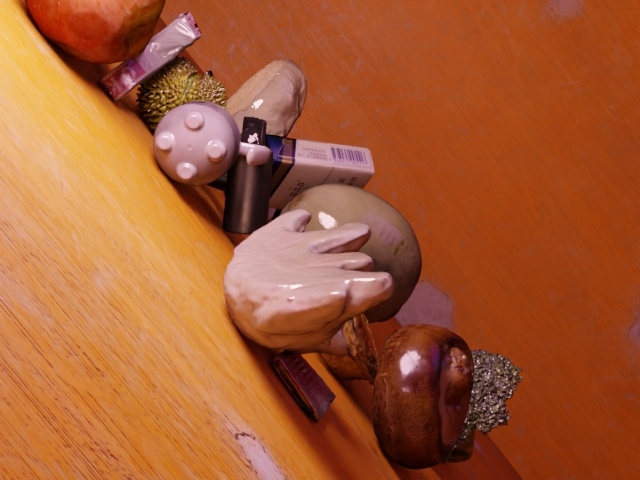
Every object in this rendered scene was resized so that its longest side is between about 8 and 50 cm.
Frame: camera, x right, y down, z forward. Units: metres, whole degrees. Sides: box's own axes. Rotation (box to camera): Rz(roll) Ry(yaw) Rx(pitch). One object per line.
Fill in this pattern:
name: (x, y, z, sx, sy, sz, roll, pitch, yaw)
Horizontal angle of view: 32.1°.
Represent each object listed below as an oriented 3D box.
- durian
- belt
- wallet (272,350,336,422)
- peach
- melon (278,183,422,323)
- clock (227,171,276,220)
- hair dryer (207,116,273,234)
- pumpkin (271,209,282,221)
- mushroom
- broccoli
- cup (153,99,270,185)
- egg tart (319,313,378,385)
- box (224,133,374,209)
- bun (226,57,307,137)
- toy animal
durian: (-0.252, -0.245, 1.946, 0.159, 0.146, 0.198, 30, 9, -39)
belt: (-0.273, -0.307, 1.839, 0.053, 0.232, 0.071, 51, -37, -13)
wallet: (-0.023, 0.196, 1.554, 0.103, 0.020, 0.196, 53, 5, 3)
peach: (-0.331, -0.370, 1.692, 0.214, 0.214, 0.235, 54, -2, 25)
melon: (0.055, 0.030, 2.152, 0.308, 0.272, 0.272, 16, 18, -19)
clock: (-0.167, -0.149, 2.500, 0.150, 0.063, 0.197, 49, 6, -45)
hair dryer: (-0.164, -0.127, 1.955, 0.078, 0.196, 0.248, 0, 11, -32)
pumpkin: (0.000, 0.000, 2.383, 0.233, 0.163, 0.233, 46, -5, 6)
mushroom: (0.168, 0.254, 1.823, 0.153, 0.253, 0.253, 7, -19, 26)
broccoli: (0.253, 0.363, 2.278, 0.221, 0.252, 0.361, 59, -27, 29)
cup: (-0.183, -0.141, 1.774, 0.173, 0.134, 0.142, 39, 7, -6)
egg tart: (0.019, 0.131, 1.913, 0.297, 0.132, 0.297, -23, 90, -86)
box: (-0.044, -0.127, 2.184, 0.259, 0.168, 0.071, 7, 54, -27)
bun: (-0.129, -0.259, 2.368, 0.146, 0.287, 0.287, 45, 6, -17)
toy animal: (-0.007, 0.091, 1.465, 0.307, 0.188, 0.266, 12, 20, 39)
